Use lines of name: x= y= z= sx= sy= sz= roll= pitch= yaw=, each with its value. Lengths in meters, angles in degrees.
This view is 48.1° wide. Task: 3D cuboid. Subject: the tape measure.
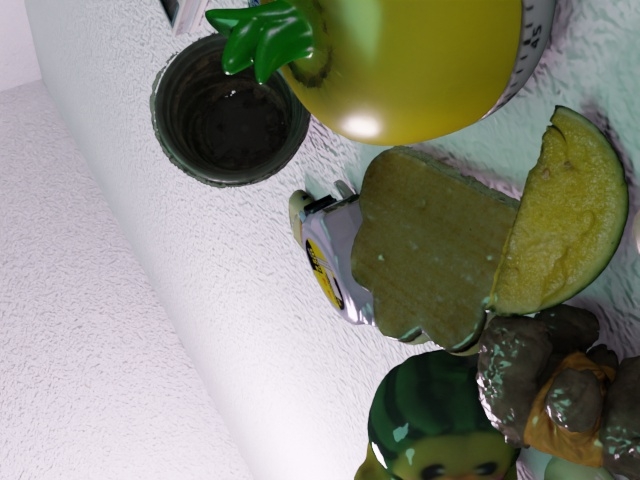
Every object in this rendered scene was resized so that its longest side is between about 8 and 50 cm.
tape measure: x=0.047 y=0.020 z=1.002 sx=0.196 sy=0.105 sz=0.178 roll=67 pitch=166 yaw=-18

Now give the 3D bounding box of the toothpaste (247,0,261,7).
toothpaste: x=-0.060 y=-0.383 z=0.882 sx=0.081 sy=0.067 sz=0.337 roll=38 pitch=146 yaw=47

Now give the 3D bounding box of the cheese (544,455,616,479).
cheese: x=0.282 y=0.254 z=0.792 sx=0.235 sy=0.049 sz=0.127 roll=66 pitch=159 yaw=-5

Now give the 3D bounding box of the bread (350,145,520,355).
bread: x=0.122 y=0.019 z=0.786 sx=0.286 sy=0.056 sz=0.208 roll=45 pitch=118 yaw=50

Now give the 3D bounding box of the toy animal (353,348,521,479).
toy animal: x=0.147 y=0.273 z=0.931 sx=0.191 sy=0.215 sz=0.338 roll=-99 pitch=7 yaw=-50

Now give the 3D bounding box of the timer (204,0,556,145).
timer: x=0.029 y=-0.197 z=0.609 sx=0.285 sy=0.285 sz=0.285 roll=48 pitch=152 yaw=36

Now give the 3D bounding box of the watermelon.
watermelon: x=0.203 y=-0.016 z=0.621 sx=0.075 sy=0.091 sz=0.182 roll=-167 pitch=93 yaw=-86

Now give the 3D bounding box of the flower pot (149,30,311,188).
flower pot: x=-0.124 y=-0.184 z=1.073 sx=0.236 sy=0.235 sz=0.140 roll=63 pitch=180 yaw=5

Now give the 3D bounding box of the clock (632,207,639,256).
clock: x=0.329 y=-0.004 z=0.338 sx=0.309 sy=0.114 sz=0.284 roll=49 pitch=153 yaw=32

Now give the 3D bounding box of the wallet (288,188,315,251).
wallet: x=0.000 y=0.000 z=1.172 sx=0.155 sy=0.039 sz=0.110 roll=46 pitch=150 yaw=41

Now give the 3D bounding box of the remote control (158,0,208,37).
remote control: x=-0.227 y=-0.448 z=1.199 sx=0.103 sy=0.055 sz=0.277 roll=65 pitch=157 yaw=1

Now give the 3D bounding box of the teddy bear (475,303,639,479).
teddy bear: x=0.241 y=0.144 z=0.634 sx=0.190 sy=0.177 sz=0.140 roll=20 pitch=101 yaw=33
